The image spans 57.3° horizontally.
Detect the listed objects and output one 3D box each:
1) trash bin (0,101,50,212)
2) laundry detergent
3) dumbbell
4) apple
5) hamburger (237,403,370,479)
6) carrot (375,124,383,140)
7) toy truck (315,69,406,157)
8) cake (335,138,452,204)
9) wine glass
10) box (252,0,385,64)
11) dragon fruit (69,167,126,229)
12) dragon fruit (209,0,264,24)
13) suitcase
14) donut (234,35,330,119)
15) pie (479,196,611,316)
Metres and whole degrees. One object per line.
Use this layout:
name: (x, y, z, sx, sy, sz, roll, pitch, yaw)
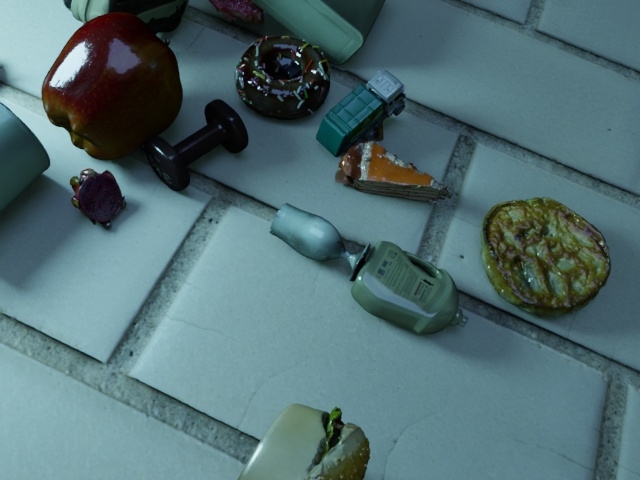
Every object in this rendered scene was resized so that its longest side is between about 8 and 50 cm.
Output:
trash bin: (-0.736, -0.142, 1.211, 0.277, 0.217, 0.263, 31, 61, 7)
laundry detergent: (0.207, 0.115, 1.288, 0.253, 0.091, 0.181, 28, 54, 8)
dumbbell: (-0.290, -0.226, 1.384, 0.225, 0.124, 0.140, -38, 73, -25)
apple: (-0.466, -0.349, 1.337, 0.288, 0.288, 0.317, 39, 78, 13)
hamburger: (-0.037, 0.415, 0.967, 0.170, 0.302, 0.302, 26, 59, 15)
carrot: (0.152, -0.309, 1.559, 0.032, 0.032, 0.093, -3, 66, -11)
toy truck: (0.104, -0.320, 1.491, 0.253, 0.124, 0.114, -43, 75, -7)
cake: (0.186, -0.163, 1.440, 0.287, 0.098, 0.135, 18, 59, 2)
wine glass: (0.000, 0.000, 1.318, 0.222, 0.103, 0.103, 30, 60, 8)
box: (0.016, -0.731, 1.639, 0.351, 0.177, 0.344, 33, 59, -19)
dragon fruit: (-0.499, -0.099, 1.306, 0.068, 0.126, 0.112, 8, 55, 46)
dragon fruit: (-0.252, -0.718, 1.678, 0.161, 0.126, 0.274, -9, 76, -5)
suitcase: (-0.484, -0.644, 1.479, 0.194, 0.339, 0.351, 35, 29, 8)
donut: (-0.097, -0.437, 1.551, 0.269, 0.103, 0.270, 3, 62, -6)
pie: (0.521, 0.039, 1.389, 0.315, 0.092, 0.315, 2, 63, -3)
